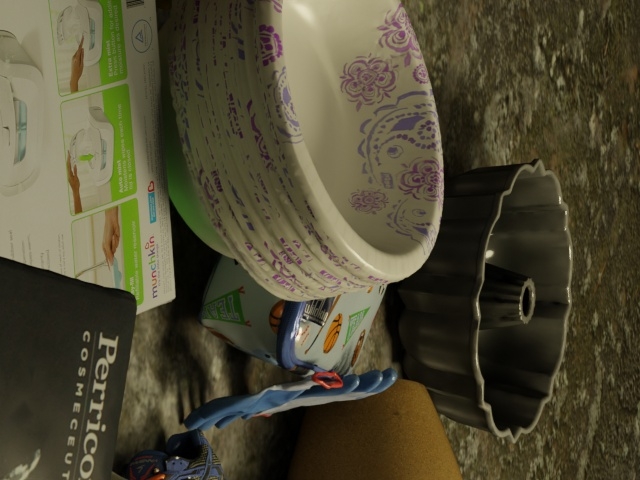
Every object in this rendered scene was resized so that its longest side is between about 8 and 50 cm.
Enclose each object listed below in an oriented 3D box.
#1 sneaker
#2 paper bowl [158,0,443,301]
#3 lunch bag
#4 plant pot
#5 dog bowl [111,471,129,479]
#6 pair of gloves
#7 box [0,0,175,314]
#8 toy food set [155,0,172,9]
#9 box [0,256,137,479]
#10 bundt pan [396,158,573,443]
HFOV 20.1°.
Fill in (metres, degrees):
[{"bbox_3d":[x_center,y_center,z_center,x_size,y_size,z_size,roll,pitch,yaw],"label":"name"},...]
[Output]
[{"bbox_3d":[-0.149,0.224,1.524,0.221,0.083,0.087,-33,112,-65],"label":"sneaker"},{"bbox_3d":[-0.028,-0.094,1.383,0.284,0.148,0.284,39,45,-53],"label":"paper bowl"},{"bbox_3d":[0.000,0.000,1.647,0.303,0.115,0.243,42,70,-76],"label":"lunch bag"},{"bbox_3d":[0.056,0.274,1.805,0.237,0.237,0.254,33,51,-61],"label":"plant pot"},{"bbox_3d":[-0.250,0.248,1.274,0.349,0.102,0.349,5,90,-65],"label":"dog bowl"},{"bbox_3d":[-0.023,0.146,1.659,0.198,0.159,0.023,6,69,-59],"label":"pair of gloves"},{"bbox_3d":[-0.219,-0.058,1.225,0.231,0.126,0.262,-25,117,-51],"label":"box"},{"bbox_3d":[-0.084,-0.230,1.546,0.218,0.071,0.128,-29,84,-49],"label":"toy food set"},{"bbox_3d":[-0.354,0.208,0.844,0.472,0.297,0.480,23,74,-65],"label":"box"},{"bbox_3d":[0.186,0.066,2.113,0.331,0.124,0.331,-17,109,-63],"label":"bundt pan"}]
